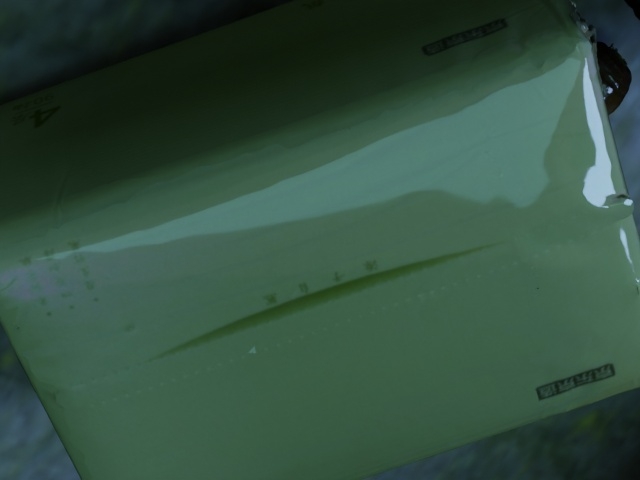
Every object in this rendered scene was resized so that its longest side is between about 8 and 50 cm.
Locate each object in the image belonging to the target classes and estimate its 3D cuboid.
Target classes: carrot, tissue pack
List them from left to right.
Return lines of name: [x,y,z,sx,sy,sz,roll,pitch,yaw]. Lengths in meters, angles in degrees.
tissue pack: [0.000,0.000,0.684,0.234,0.125,0.159,-19,122,2]
carrot: [0.092,-0.047,0.757,0.093,0.032,0.032,-41,124,14]

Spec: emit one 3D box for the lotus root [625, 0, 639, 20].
lotus root: [0.256,-0.167,0.679,0.314,0.142,0.210,-36,88,12]
